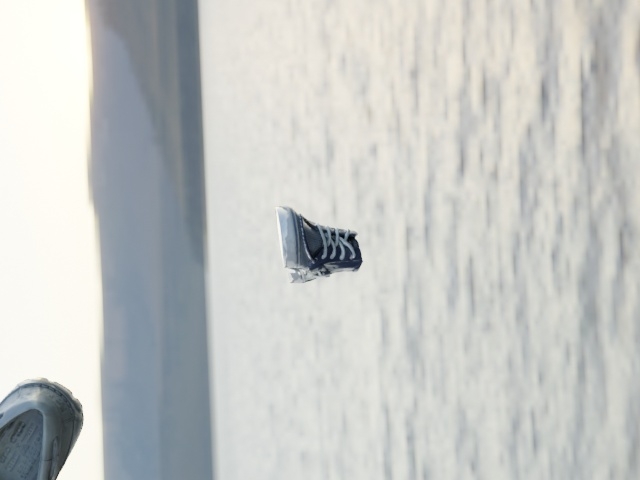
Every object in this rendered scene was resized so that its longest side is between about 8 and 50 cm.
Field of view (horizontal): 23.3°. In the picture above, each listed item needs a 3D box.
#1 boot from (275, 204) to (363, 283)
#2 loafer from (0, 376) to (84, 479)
[{"bbox_3d":[0.000,0.000,1.685,0.190,0.086,0.069,76,-174,-79],"label":"boot"},{"bbox_3d":[-0.328,0.274,1.455,0.319,0.112,0.111,-64,-1,3],"label":"loafer"}]
